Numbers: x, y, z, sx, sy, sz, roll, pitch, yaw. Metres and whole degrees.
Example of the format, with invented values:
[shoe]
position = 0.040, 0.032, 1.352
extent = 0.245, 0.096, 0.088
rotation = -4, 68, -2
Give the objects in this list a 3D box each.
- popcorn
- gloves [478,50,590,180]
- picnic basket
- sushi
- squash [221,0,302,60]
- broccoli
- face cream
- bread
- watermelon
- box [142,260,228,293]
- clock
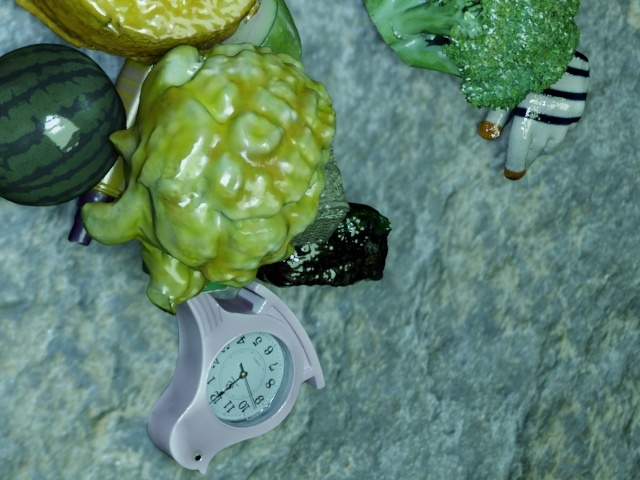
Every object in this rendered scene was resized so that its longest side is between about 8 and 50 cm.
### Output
[popcorn]
position = -0.119, -0.083, 1.734
extent = 0.274, 0.279, 0.335
rotation = 20, 72, -39
[gloves]
position = 0.355, -0.203, 2.270
extent = 0.140, 0.131, 0.219
rotation = 18, 85, -33
[picnic basket]
position = -0.052, -0.103, 1.954
extent = 0.134, 0.154, 0.196
rotation = -8, 73, -16
[sushi]
position = 0.000, 0.000, 2.096
extent = 0.225, 0.124, 0.127
rotation = -1, 107, -31
[squash]
position = -0.104, -0.281, 1.932
extent = 0.123, 0.170, 0.170
rotation = 34, 84, -48
[broccoli]
position = 0.231, -0.372, 2.043
extent = 0.413, 0.321, 0.310
rotation = 27, 97, -52
[face cream]
position = -0.278, -0.120, 1.908
extent = 0.078, 0.078, 0.273
rotation = 23, 91, -36
[bread]
position = -0.222, -0.423, 1.755
extent = 0.398, 0.215, 0.398
rotation = -2, 95, -24
[watermelon]
position = -0.354, -0.144, 1.776
extent = 0.212, 0.212, 0.212
rotation = -10, 109, -30
[box]
position = -0.190, -0.035, 1.956
extent = 0.081, 0.135, 0.199
rotation = -6, 106, -31
[clock]
position = -0.158, 0.179, 2.075
extent = 0.275, 0.080, 0.290
rotation = -38, 121, -18
